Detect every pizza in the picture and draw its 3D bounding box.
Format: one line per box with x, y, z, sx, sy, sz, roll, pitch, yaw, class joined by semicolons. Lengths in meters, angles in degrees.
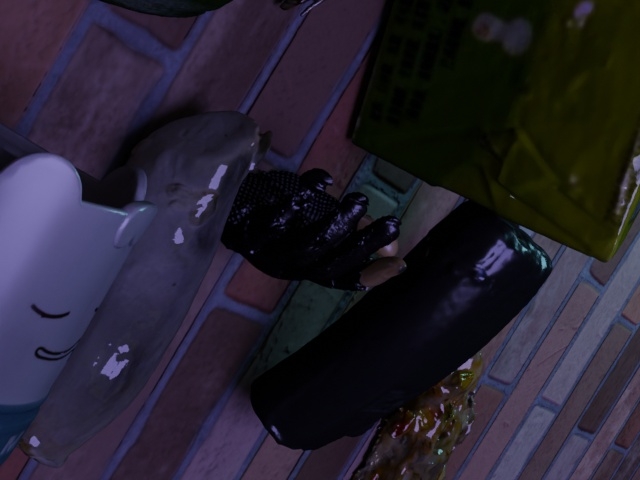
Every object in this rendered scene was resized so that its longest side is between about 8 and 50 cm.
0.150;0.228;1.458;0.189;0.071;0.297;10;107;-51;pizza

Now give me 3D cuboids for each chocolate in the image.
0.212;-0.176;1.058;0.137;0.289;0.300;-15;127;-55;chocolate

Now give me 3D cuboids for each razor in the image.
0.086;0.096;1.168;0.327;0.107;0.189;-41;156;16;razor

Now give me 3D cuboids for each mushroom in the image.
-0.156;0.043;0.951;0.109;0.097;0.351;16;106;-52;mushroom

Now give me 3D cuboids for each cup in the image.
-0.253;0.027;0.750;0.257;0.219;0.290;-60;176;5;cup

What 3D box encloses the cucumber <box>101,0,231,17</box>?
-0.138;-0.232;0.766;0.145;0.105;0.325;-59;146;1;cucumber

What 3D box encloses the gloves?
-0.002;0.001;1.021;0.106;0.181;0.129;-53;143;-5;gloves

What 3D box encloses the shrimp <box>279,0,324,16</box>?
0.040;-0.303;0.962;0.251;0.052;0.143;-51;124;-5;shrimp

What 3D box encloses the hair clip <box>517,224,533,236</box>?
0.240;-0.040;1.383;0.220;0.054;0.140;-28;131;-37;hair clip
